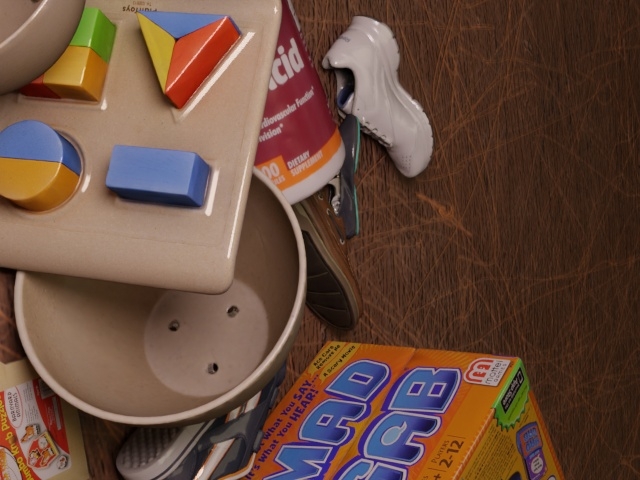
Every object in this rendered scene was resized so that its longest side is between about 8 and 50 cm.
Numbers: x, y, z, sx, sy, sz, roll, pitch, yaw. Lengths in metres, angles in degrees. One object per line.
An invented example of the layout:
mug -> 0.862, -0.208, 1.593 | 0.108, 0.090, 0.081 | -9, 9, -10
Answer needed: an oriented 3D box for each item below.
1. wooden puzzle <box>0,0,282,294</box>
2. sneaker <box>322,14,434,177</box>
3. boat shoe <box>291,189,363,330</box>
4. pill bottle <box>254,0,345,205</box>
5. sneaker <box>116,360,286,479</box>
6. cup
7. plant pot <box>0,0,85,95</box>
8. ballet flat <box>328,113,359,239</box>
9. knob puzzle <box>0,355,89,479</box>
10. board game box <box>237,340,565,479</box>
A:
wooden puzzle -> -0.225, -0.132, 1.073 | 0.080, 0.322, 0.348 | 37, 60, -74
sneaker -> 0.089, -0.222, 1.653 | 0.129, 0.111, 0.297 | -42, 119, -24
boat shoe -> 0.000, 0.000, 1.513 | 0.104, 0.110, 0.307 | -52, 128, -36
pill bottle -> -0.131, -0.241, 1.261 | 0.224, 0.224, 0.392 | -46, 124, -41
sneaker -> -0.133, 0.233, 1.341 | 0.321, 0.126, 0.127 | -47, 122, -31
cup -> -0.162, 0.083, 1.191 | 0.237, 0.331, 0.331 | 69, 36, -65
plant pot -> -0.350, -0.254, 0.990 | 0.191, 0.284, 0.284 | 65, 35, -74
ballet flat -> 0.027, -0.101, 1.584 | 0.074, 0.074, 0.203 | -9, 102, -51
knob puzzle -> -0.362, 0.229, 1.128 | 0.213, 0.030, 0.213 | -1, 91, -52
board game box -> 0.122, 0.408, 1.468 | 0.356, 0.356, 0.356 | -49, 126, -39
